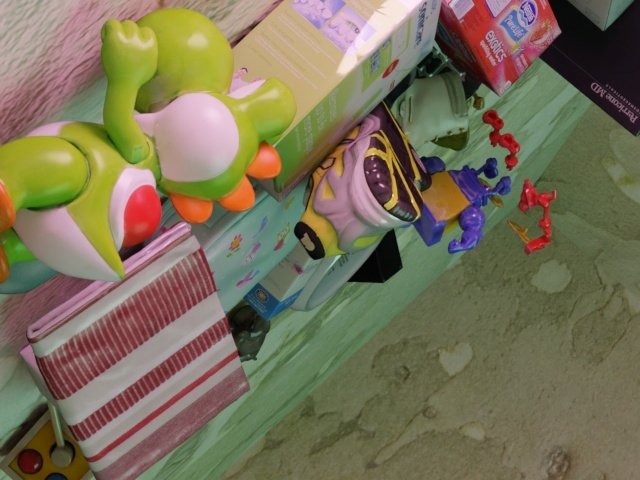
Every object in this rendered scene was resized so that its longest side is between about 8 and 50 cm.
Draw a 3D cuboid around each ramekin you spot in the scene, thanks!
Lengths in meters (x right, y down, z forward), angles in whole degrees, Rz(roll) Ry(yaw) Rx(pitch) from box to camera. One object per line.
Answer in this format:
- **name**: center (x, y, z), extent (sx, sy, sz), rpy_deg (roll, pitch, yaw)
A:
- **ramekin**: center (0.000, 0.000, 2.221), extent (0.273, 0.127, 0.273), rpy_deg (-45, 168, -12)

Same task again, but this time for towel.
- **towel**: center (-0.215, 0.148, 1.629), extent (0.237, 0.037, 0.329), rpy_deg (-37, 141, -21)

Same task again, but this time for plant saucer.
- **plant saucer**: center (-0.261, 0.008, 1.351), extent (0.195, 0.037, 0.195), rpy_deg (-32, -173, 5)

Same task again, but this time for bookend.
- **bookend**: center (0.056, -0.006, 2.491), extent (0.157, 0.156, 0.072), rpy_deg (0, -157, 37)

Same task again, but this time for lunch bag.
- **lunch bag**: center (-0.111, -0.030, 1.761), extent (0.279, 0.108, 0.224), rpy_deg (-45, 161, -25)

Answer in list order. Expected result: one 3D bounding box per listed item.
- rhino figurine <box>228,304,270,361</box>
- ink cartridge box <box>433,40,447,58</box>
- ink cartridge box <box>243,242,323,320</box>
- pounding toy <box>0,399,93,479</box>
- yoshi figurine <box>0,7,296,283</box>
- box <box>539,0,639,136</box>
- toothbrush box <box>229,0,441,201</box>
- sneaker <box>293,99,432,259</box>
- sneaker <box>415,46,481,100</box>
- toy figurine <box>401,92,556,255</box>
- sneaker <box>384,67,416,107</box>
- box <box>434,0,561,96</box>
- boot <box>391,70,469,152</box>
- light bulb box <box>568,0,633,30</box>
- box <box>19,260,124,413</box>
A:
- **rhino figurine**: center (-0.147, 0.190, 2.458), extent (0.106, 0.073, 0.243), rpy_deg (-39, 167, -24)
- **ink cartridge box**: center (0.196, -0.359, 1.921), extent (0.171, 0.056, 0.235), rpy_deg (-49, 169, 8)
- **ink cartridge box**: center (-0.055, -0.011, 1.966), extent (0.078, 0.134, 0.231), rpy_deg (-31, 160, -53)
- **pounding toy**: center (-0.372, 0.293, 1.891), extent (0.141, 0.130, 0.100), rpy_deg (-48, -179, 3)
- **yoshi figurine**: center (-0.199, -0.099, 1.201), extent (0.362, 0.203, 0.203), rpy_deg (-24, 118, -30)
- **box**: center (0.485, -0.401, 2.116), extent (0.312, 0.343, 0.179), rpy_deg (-54, 168, 30)
- **toothbrush box**: center (0.004, -0.207, 1.572), extent (0.283, 0.122, 0.206), rpy_deg (-46, 169, -12)
- **sneaker**: center (0.047, -0.081, 1.717), extent (0.147, 0.145, 0.384), rpy_deg (-32, -175, 15)
- **sneaker**: center (0.148, -0.223, 2.167), extent (0.279, 0.107, 0.118), rpy_deg (-41, -174, -15)
- **toy figurine**: center (0.198, -0.105, 2.213), extent (0.217, 0.362, 0.191), rpy_deg (-26, 154, -16)
- **sneaker**: center (0.057, -0.198, 1.871), extent (0.130, 0.087, 0.227), rpy_deg (-48, 176, -29)
- **box**: center (0.204, -0.316, 1.744), extent (0.128, 0.122, 0.257), rpy_deg (-46, 149, 0)
- **boot**: center (0.147, -0.151, 2.056), extent (0.165, 0.077, 0.213), rpy_deg (-10, 109, -33)
- **light bulb box**: center (0.433, -0.528, 1.798), extent (0.358, 0.225, 0.361), rpy_deg (-46, 168, -2)
- **box**: center (-0.275, 0.151, 1.743), extent (0.181, 0.119, 0.182), rpy_deg (-43, 167, -17)
